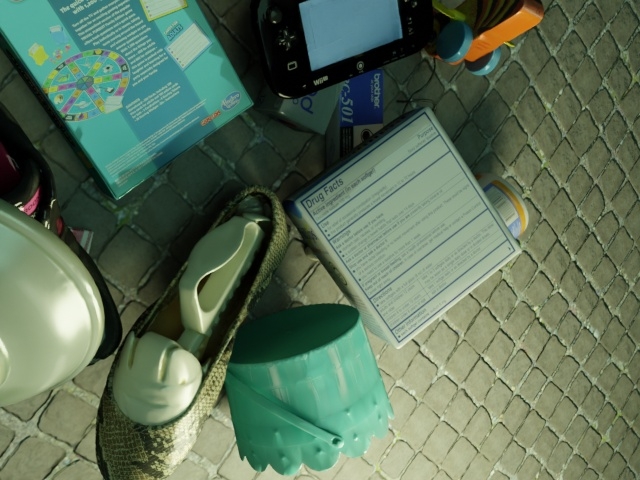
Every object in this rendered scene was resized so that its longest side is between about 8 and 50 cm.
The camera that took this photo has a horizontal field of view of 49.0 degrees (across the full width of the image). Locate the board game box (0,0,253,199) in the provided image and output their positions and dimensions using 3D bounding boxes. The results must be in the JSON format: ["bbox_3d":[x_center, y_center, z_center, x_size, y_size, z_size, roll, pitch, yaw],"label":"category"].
[{"bbox_3d":[-0.282,-0.267,0.971,0.253,0.079,0.336,-39,119,-19],"label":"board game box"}]

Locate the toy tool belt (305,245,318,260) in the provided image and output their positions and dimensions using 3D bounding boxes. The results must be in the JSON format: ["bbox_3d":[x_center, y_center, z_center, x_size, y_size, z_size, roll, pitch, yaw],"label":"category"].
[{"bbox_3d":[0.000,0.000,1.235,0.052,0.051,0.083,-21,112,-28],"label":"toy tool belt"}]

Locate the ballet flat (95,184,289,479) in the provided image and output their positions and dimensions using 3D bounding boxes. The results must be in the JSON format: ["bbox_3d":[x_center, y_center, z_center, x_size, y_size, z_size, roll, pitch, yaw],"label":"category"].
[{"bbox_3d":[-0.187,0.113,1.003,0.182,0.164,0.483,97,18,-63],"label":"ballet flat"}]

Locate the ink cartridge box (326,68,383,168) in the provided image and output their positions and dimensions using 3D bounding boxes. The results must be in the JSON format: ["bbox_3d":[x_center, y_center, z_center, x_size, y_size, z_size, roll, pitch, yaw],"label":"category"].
[{"bbox_3d":[0.060,-0.193,1.231,0.097,0.046,0.207,-11,107,-32],"label":"ink cartridge box"}]

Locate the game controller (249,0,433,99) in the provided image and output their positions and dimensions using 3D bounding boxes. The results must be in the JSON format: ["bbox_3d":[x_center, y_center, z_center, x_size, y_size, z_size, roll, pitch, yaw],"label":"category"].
[{"bbox_3d":[0.042,-0.332,1.063,0.319,0.067,0.167,-26,113,-23],"label":"game controller"}]

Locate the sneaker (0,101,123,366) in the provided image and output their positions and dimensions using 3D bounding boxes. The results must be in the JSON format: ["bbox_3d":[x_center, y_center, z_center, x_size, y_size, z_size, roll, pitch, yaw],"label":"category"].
[{"bbox_3d":[-0.395,-0.015,0.846,0.185,0.202,0.483,-38,121,-21],"label":"sneaker"}]

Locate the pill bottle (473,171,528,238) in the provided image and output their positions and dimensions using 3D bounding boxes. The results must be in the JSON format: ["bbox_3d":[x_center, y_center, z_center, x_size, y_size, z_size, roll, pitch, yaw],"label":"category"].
[{"bbox_3d":[0.255,0.001,1.341,0.272,0.152,0.152,-38,119,-19],"label":"pill bottle"}]

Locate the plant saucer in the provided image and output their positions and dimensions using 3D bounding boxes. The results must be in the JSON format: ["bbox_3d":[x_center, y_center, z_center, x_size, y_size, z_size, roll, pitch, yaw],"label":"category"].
[{"bbox_3d":[-0.456,0.096,0.789,0.400,0.101,0.401,0,134,0],"label":"plant saucer"}]

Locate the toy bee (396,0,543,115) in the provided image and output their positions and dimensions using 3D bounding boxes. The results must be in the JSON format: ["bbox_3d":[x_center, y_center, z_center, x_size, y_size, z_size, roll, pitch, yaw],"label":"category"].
[{"bbox_3d":[0.235,-0.368,1.229,0.195,0.298,0.162,29,45,-53],"label":"toy bee"}]

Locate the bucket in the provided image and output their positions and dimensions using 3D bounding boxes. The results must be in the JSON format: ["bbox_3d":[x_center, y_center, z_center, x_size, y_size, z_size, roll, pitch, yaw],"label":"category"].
[{"bbox_3d":[-0.031,0.230,1.143,0.281,0.281,0.183,-21,103,-27],"label":"bucket"}]

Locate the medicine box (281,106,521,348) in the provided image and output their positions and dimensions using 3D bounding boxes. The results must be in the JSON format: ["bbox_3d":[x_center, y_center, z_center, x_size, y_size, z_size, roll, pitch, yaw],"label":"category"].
[{"bbox_3d":[0.128,-0.022,1.150,0.263,0.149,0.289,-36,97,-9],"label":"medicine box"}]

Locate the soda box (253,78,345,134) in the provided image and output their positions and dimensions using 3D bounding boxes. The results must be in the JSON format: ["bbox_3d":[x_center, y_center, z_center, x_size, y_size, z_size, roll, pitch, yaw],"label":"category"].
[{"bbox_3d":[0.000,-0.321,1.134,0.098,0.091,0.286,23,89,-35],"label":"soda box"}]

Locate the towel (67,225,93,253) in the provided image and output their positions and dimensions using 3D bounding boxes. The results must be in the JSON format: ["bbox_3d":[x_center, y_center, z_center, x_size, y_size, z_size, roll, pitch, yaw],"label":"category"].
[{"bbox_3d":[-0.428,0.035,0.979,0.197,0.029,0.144,15,94,-35],"label":"towel"}]
